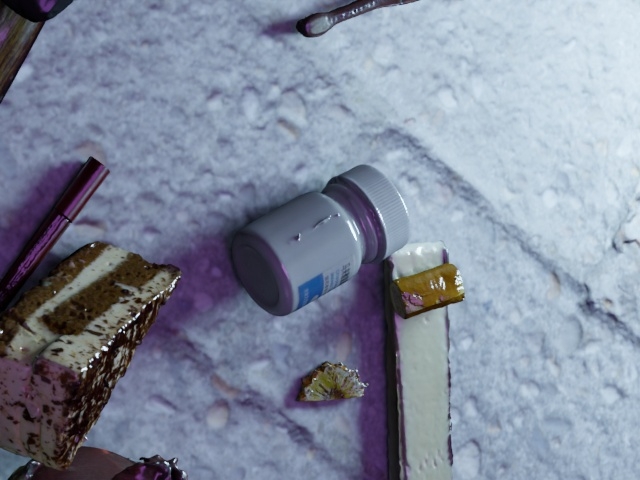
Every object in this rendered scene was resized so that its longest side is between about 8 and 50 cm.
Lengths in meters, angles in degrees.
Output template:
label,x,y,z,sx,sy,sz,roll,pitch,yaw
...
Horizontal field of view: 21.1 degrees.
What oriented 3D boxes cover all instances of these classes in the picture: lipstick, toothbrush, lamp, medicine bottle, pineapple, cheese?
label,x,y,z,sx,sy,sz,roll,pitch,yaw
lipstick,-0.265,-0.005,1.659,0.027,0.027,0.176,43,75,-30
toothbrush,0.126,-0.288,1.863,0.364,0.041,0.041,-27,110,-26
lamp,-0.215,0.256,1.618,0.223,0.215,0.151,-30,76,2
medicine bottle,0.000,0.000,1.782,0.168,0.105,0.105,-30,112,-26
pineapple,0.013,0.153,1.863,0.083,0.019,0.045,1,99,-30
cheese,0.111,0.199,1.926,0.085,0.034,0.400,-9,101,-29

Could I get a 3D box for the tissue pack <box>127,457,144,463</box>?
label,x,y,z,sx,sy,sz,roll,pitch,yaw
tissue pack,-0.179,0.269,1.746,0.063,0.035,0.083,19,87,-34

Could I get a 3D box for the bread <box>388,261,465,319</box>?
label,x,y,z,sx,sy,sz,roll,pitch,yaw
bread,0.117,0.055,1.870,0.083,0.036,0.047,-17,100,-28

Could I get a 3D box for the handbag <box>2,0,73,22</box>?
label,x,y,z,sx,sy,sz,roll,pitch,yaw
handbag,-0.237,-0.360,1.516,0.275,0.088,0.244,-46,117,-9

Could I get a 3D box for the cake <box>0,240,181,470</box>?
label,x,y,z,sx,sy,sz,roll,pitch,yaw
cake,-0.234,0.109,1.615,0.246,0.112,0.135,-50,158,-61

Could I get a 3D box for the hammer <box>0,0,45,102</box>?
label,x,y,z,sx,sy,sz,roll,pitch,yaw
hammer,-0.344,-0.091,1.560,0.242,0.095,0.409,32,77,-31
